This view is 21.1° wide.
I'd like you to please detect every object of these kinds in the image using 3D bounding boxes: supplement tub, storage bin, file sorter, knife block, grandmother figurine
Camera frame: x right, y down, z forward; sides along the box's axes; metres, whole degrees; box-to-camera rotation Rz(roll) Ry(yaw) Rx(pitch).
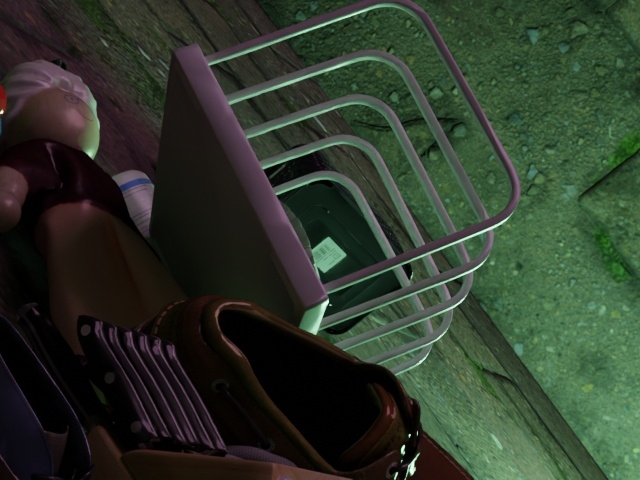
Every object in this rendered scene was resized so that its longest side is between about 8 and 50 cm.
[{"bbox_3d":[-0.140,0.004,1.364,0.107,0.071,0.071,54,10,14],"label":"supplement tub"},{"bbox_3d":[0.000,0.000,1.863,0.180,0.122,0.084,45,11,-31],"label":"storage bin"},{"bbox_3d":[0.002,-0.011,1.200,0.193,0.173,0.277,63,-19,19],"label":"file sorter"},{"bbox_3d":[-0.111,0.173,0.875,0.088,0.242,0.275,24,69,-58],"label":"knife block"},{"bbox_3d":[-0.161,-0.001,1.217,0.208,0.104,0.342,53,7,-50],"label":"grandmother figurine"}]

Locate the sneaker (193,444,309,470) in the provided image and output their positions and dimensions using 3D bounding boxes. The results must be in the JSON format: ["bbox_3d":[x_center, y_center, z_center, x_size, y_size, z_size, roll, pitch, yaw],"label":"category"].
[{"bbox_3d":[-0.031,0.198,0.963,0.228,0.132,0.086,52,10,6],"label":"sneaker"}]

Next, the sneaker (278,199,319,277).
[{"bbox_3d":[-0.067,-0.010,1.729,0.235,0.090,0.095,56,1,19],"label":"sneaker"}]

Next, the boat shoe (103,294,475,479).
[{"bbox_3d":[0.014,0.134,1.062,0.307,0.104,0.110,31,48,-31],"label":"boat shoe"}]

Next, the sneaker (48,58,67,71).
[{"bbox_3d":[-0.228,-0.130,1.553,0.083,0.035,0.031,54,11,13],"label":"sneaker"}]

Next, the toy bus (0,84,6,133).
[{"bbox_3d":[-0.216,-0.031,0.738,0.149,0.211,0.220,46,10,-22],"label":"toy bus"}]

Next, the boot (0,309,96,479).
[{"bbox_3d":[-0.139,0.135,0.778,0.219,0.106,0.082,53,10,10],"label":"boot"}]
